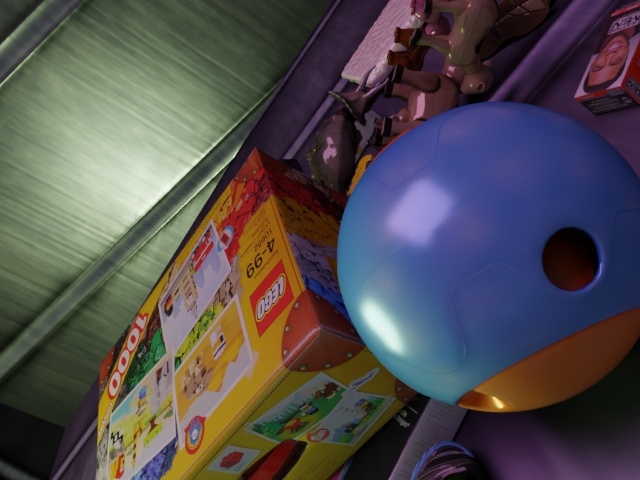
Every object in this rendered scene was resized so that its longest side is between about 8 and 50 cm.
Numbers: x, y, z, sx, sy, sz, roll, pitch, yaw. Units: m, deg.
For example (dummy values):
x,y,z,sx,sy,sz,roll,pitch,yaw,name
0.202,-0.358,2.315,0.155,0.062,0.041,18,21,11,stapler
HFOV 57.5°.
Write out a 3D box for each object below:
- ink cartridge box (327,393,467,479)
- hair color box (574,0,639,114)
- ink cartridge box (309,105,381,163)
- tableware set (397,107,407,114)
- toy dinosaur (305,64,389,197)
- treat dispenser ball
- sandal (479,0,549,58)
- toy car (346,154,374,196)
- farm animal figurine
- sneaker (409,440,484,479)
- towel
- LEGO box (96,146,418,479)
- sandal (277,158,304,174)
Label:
x,y,z,sx,sy,sz,roll,pitch,yaw,name
0.095,0.227,0.749,0.371,0.069,0.176,-59,20,-6,ink cartridge box
0.382,-0.233,0.730,0.141,0.043,0.072,-64,22,-11,hair color box
0.060,-0.248,1.461,0.175,0.072,0.127,-61,21,-3,ink cartridge box
0.197,-0.282,1.266,0.104,0.024,0.154,-20,44,64,tableware set
0.025,-0.151,1.043,0.160,0.121,0.313,99,-174,-65,toy dinosaur
0.159,0.015,0.557,0.288,0.288,0.288,-48,23,28,treat dispenser ball
0.333,-0.391,1.048,0.049,0.072,0.180,-45,8,-27,sandal
0.074,-0.049,1.185,0.239,0.053,0.225,-57,21,9,toy car
0.209,-0.273,1.016,0.330,0.172,0.326,-103,27,-80,farm animal figurine
0.108,0.300,0.604,0.188,0.067,0.078,-59,14,-7,sneaker
0.198,-0.573,1.617,0.332,0.053,0.317,-56,20,8,towel
-0.123,0.183,0.841,0.500,0.193,0.372,-51,36,22,LEGO box
0.000,-0.003,1.125,0.167,0.107,0.446,107,154,-44,sandal
